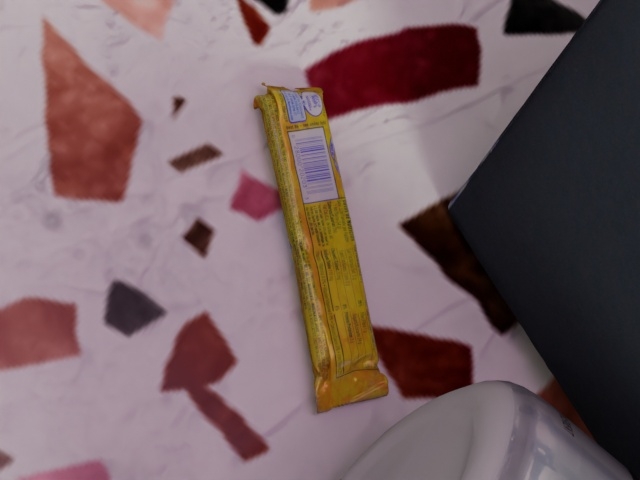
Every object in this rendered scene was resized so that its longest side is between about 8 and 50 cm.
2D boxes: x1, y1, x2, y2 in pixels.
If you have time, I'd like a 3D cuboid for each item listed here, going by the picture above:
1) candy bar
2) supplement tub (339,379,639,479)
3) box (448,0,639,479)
[{"bbox_3d":[0.000,0.000,0.880,0.040,0.018,0.161,-9,82,-27],"label":"candy bar"},{"bbox_3d":[0.133,0.223,0.794,0.316,0.193,0.193,40,68,-11],"label":"supplement tub"},{"bbox_3d":[0.306,-0.067,0.850,0.395,0.293,0.212,-27,76,-25],"label":"box"}]
